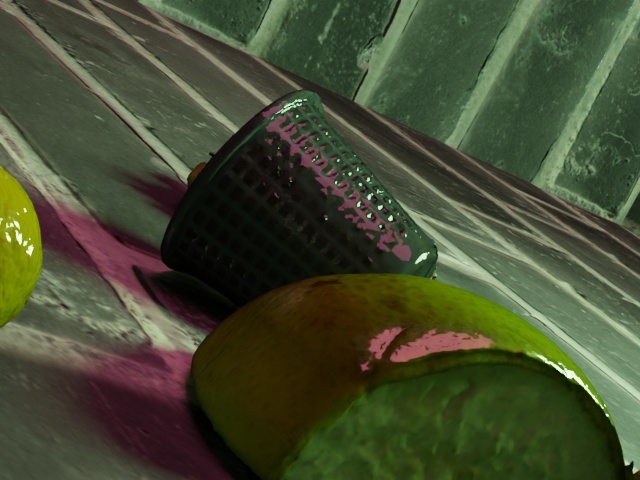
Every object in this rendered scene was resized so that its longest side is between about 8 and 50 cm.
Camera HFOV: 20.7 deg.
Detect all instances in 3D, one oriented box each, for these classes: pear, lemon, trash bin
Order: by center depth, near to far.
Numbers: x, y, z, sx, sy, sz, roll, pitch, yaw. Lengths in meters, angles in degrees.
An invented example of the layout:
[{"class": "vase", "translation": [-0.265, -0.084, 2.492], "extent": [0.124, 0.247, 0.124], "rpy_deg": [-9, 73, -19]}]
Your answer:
[{"class": "lemon", "translation": [-0.200, 0.000, 0.880], "extent": [0.109, 0.109, 0.133], "rpy_deg": [35, -3, 36]}, {"class": "pear", "translation": [0.051, 0.088, 1.096], "extent": [0.288, 0.139, 0.239], "rpy_deg": [24, 2, -32]}, {"class": "trash bin", "translation": [-0.005, 0.005, 1.300], "extent": [0.161, 0.175, 0.175], "rpy_deg": [42, 12, 12]}]

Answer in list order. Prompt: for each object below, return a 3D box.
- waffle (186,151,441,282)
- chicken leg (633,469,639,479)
[{"class": "waffle", "translation": [0.002, -0.003, 1.610], "extent": [0.280, 0.060, 0.262], "rpy_deg": [30, 10, 12]}, {"class": "chicken leg", "translation": [0.359, 0.234, 1.313], "extent": [0.304, 0.093, 0.113], "rpy_deg": [29, -3, -21]}]
